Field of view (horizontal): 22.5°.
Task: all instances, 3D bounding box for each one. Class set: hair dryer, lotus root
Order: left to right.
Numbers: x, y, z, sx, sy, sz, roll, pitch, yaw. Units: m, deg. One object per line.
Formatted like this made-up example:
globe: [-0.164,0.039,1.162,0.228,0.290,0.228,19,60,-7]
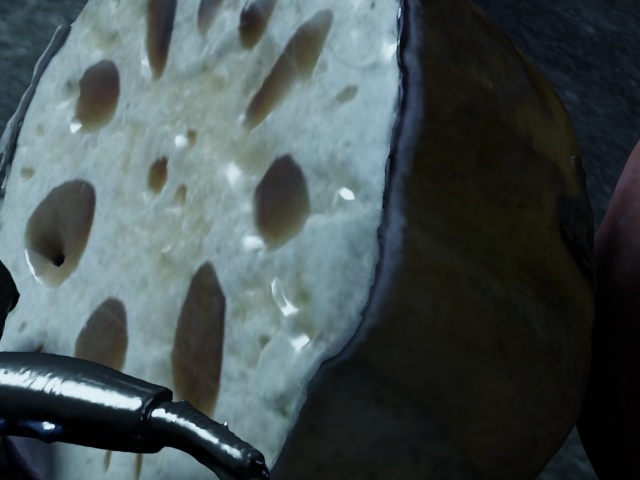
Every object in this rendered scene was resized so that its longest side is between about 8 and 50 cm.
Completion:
hair dryer: [-0.116,0.075,0.548,0.219,0.075,0.195,2,40,31]
lotus root: [0.000,0.000,0.653,0.192,0.272,0.272,16,42,-34]

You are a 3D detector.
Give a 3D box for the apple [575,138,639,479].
apple: [0.263,0.040,0.724,0.235,0.306,0.305,20,29,39]
